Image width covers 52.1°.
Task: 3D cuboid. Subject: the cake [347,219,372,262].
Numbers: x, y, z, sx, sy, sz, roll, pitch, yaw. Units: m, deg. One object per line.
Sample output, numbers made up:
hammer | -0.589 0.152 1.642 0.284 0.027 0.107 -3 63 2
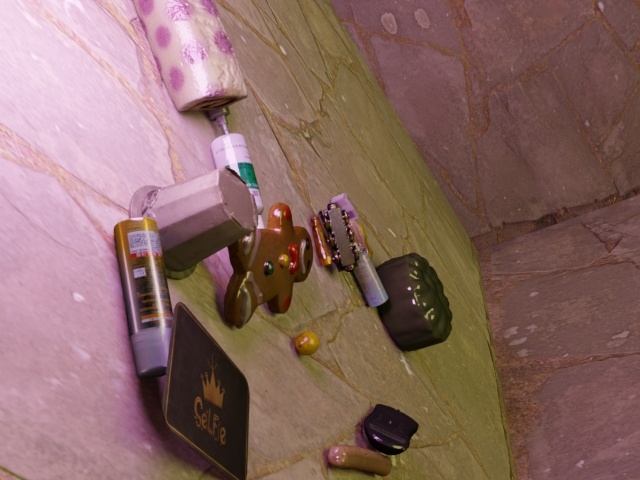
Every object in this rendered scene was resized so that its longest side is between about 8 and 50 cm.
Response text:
cake | 0.148 0.008 2.325 0.116 0.080 0.184 -7 72 -64

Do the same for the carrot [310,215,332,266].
carrot | 0.000 0.000 2.039 0.042 0.042 0.170 23 49 -60

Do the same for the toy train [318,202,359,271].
toy train | 0.060 -0.006 2.091 0.137 0.090 0.225 127 -51 -83

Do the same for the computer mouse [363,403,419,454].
computer mouse | 0.194 0.559 1.901 0.147 0.088 0.264 26 16 16

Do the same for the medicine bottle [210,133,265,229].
medicine bottle | -0.202 -0.135 1.640 0.095 0.095 0.259 9 62 -64

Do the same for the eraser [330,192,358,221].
eraser | 0.086 -0.112 2.303 0.105 0.065 0.026 54 27 -28

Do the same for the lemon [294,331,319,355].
lemon | -0.034 0.267 1.698 0.083 0.062 0.062 10 61 -64

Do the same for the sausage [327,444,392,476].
sausage | 0.105 0.581 1.732 0.301 0.066 0.065 39 36 -53

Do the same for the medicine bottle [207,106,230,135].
medicine bottle | -0.276 -0.359 1.724 0.058 0.058 0.198 -13 83 -67

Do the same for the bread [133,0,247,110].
bread | -0.315 -0.488 1.605 0.187 0.155 0.338 -18 88 -55

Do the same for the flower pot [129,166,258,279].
flower pot | -0.245 -0.053 1.342 0.212 0.203 0.212 52 23 -34

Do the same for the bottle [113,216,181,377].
bottle | -0.315 0.102 1.188 0.082 0.082 0.285 20 51 -61

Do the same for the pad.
pad | -0.177 0.320 1.216 0.375 0.063 0.314 63 20 -50

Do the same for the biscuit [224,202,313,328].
biscuit | -0.100 0.048 1.615 0.432 0.064 0.282 -7 100 -66

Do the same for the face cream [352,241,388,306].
face cream | 0.153 0.113 2.242 0.229 0.075 0.075 64 23 -9

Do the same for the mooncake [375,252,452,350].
mooncake | 0.351 0.223 2.435 0.356 0.194 0.356 49 29 -41
